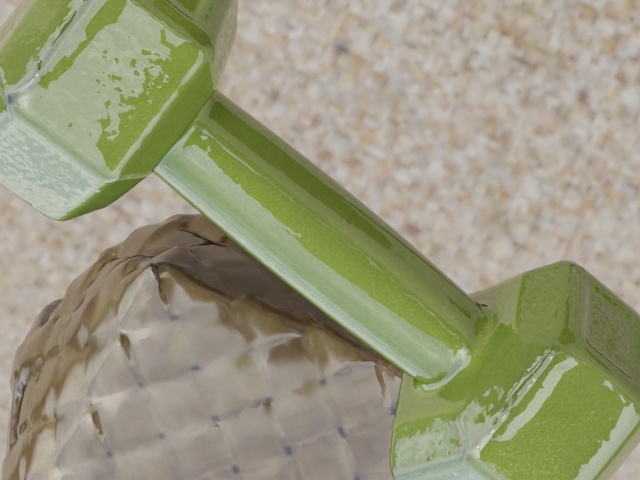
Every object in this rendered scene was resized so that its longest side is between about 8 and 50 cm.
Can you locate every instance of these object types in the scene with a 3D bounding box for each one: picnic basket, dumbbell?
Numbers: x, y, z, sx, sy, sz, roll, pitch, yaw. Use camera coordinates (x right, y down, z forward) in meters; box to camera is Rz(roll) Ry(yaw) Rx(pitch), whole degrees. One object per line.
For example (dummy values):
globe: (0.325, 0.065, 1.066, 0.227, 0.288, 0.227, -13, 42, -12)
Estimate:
picnic basket: (-0.075, 0.127, 1.313, 0.293, 0.337, 0.337, 24, 155, -12)
dumbbell: (0.000, 0.000, 0.755, 0.302, 0.121, 0.108, 39, 121, -14)
